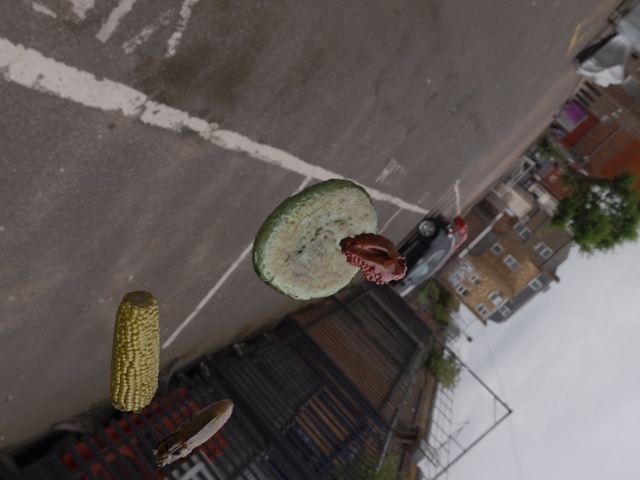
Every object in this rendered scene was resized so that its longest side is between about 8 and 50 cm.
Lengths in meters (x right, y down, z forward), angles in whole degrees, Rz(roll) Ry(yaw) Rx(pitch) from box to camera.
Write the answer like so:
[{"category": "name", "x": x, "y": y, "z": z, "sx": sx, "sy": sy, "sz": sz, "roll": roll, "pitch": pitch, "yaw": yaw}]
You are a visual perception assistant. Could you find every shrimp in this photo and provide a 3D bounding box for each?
[{"category": "shrimp", "x": -0.264, "y": 0.386, "z": 1.053, "sx": 0.150, "sy": 0.068, "sz": 0.248, "roll": -38, "pitch": 170, "yaw": 10}]

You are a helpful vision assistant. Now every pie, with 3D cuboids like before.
[{"category": "pie", "x": 0.000, "y": 0.000, "z": 1.166, "sx": 0.323, "sy": 0.070, "sz": 0.323, "roll": -19, "pitch": 128, "yaw": -26}]

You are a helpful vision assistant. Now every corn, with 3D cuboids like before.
[{"category": "corn", "x": -0.349, "y": 0.213, "z": 0.986, "sx": 0.091, "sy": 0.091, "sz": 0.260, "roll": -7, "pitch": 125, "yaw": -36}]

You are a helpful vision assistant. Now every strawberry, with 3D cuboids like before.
[{"category": "strawberry", "x": 0.106, "y": 0.029, "z": 0.991, "sx": 0.152, "sy": 0.104, "sz": 0.048, "roll": 16, "pitch": 147, "yaw": -32}]
